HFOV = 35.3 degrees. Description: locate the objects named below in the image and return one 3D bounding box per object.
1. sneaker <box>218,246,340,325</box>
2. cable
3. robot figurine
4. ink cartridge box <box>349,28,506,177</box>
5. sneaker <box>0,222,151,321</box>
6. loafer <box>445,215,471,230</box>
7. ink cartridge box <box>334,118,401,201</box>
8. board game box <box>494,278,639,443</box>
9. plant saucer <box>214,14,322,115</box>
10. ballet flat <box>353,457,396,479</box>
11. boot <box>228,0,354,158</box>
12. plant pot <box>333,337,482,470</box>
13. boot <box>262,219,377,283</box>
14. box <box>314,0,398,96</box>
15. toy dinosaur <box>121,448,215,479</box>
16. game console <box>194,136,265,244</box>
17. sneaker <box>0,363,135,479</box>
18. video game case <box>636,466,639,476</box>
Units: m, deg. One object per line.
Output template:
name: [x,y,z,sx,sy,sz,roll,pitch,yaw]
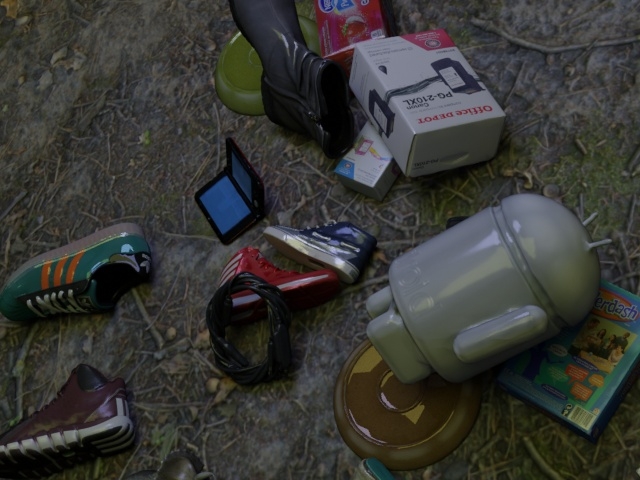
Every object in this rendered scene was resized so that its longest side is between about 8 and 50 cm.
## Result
sneaker: [-0.078,0.053,1.672,0.221,0.087,0.128,-15,59,15]
cable: [-0.117,0.138,1.617,0.150,0.047,0.184,-3,102,31]
robot figurine: [0.236,0.066,1.402,0.353,0.200,0.300,-30,25,14]
ink cartridge box: [0.174,-0.232,1.669,0.172,0.100,0.237,-14,52,-18]
sneaker: [-0.442,0.082,1.805,0.302,0.108,0.121,-27,51,6]
loafer: [0.264,0.009,1.558,0.170,0.062,0.061,20,77,33]
ink cartridge box: [0.095,-0.141,1.722,0.088,0.052,0.122,25,73,32]
board game box: [0.373,0.158,1.431,0.160,0.047,0.210,30,78,35]
plant saucer: [-0.104,-0.351,1.940,0.241,0.037,0.241,-11,58,19]
ballet flat: [0.108,0.380,1.432,0.168,0.057,0.052,45,114,39]
boot: [-0.034,-0.318,1.699,0.118,0.338,0.223,-31,33,-17]
plant pot: [0.124,0.226,1.515,0.236,0.032,0.236,-11,58,19]
boot: [0.000,0.000,1.684,0.190,0.069,0.086,25,68,25]
box: [0.065,-0.407,1.838,0.122,0.128,0.257,-17,58,15]
toy dinosaur: [-0.271,0.396,1.519,0.313,0.160,0.121,-21,56,11]
game console: [-0.166,-0.090,1.794,0.085,0.124,0.144,-21,52,-20]
sneaker: [-0.448,0.298,1.701,0.281,0.106,0.162,-13,52,5]
video game case: [0.485,0.323,1.310,0.087,0.011,0.122,-37,54,2]
